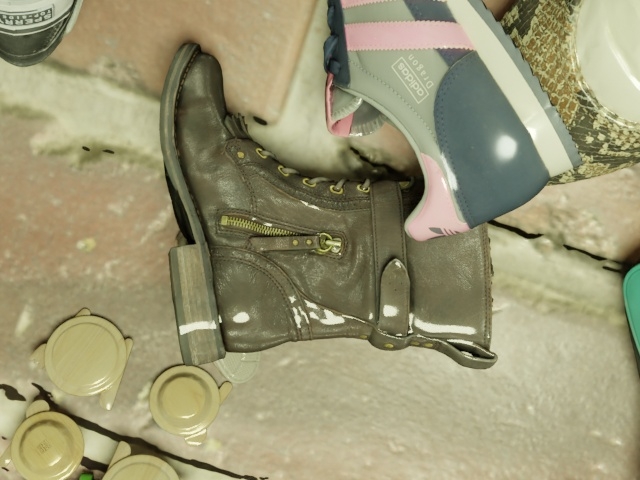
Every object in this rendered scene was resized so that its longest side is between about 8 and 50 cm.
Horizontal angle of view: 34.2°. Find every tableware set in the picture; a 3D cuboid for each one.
[{"bbox_3d":[-0.158,0.142,0.799,0.169,0.020,0.141,27,74,5],"label":"tableware set"}]

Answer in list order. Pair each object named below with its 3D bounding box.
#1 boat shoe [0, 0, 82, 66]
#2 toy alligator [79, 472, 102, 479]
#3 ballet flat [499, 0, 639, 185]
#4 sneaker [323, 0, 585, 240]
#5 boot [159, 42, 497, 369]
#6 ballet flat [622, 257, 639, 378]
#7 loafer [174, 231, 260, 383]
[{"bbox_3d":[-0.187,-0.268,0.726,0.113,0.105,0.306,1,72,-10],"label":"boat shoe"},{"bbox_3d":[-0.140,0.228,0.812,0.190,0.056,0.051,26,55,7],"label":"toy alligator"},{"bbox_3d":[0.309,-0.188,0.674,0.483,0.182,0.164,-29,95,6],"label":"ballet flat"},{"bbox_3d":[0.034,-0.145,0.697,0.131,0.112,0.319,-36,69,11],"label":"sneaker"},{"bbox_3d":[0.007,-0.026,0.741,0.229,0.091,0.263,-6,71,-4],"label":"boot"},{"bbox_3d":[0.287,0.139,0.751,0.095,0.096,0.280,-6,89,49],"label":"ballet flat"},{"bbox_3d":[-0.080,0.048,0.801,0.045,0.039,0.125,-22,99,-28],"label":"loafer"}]
